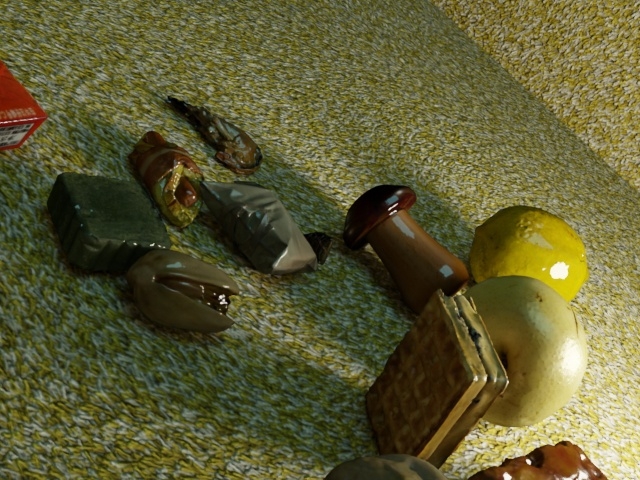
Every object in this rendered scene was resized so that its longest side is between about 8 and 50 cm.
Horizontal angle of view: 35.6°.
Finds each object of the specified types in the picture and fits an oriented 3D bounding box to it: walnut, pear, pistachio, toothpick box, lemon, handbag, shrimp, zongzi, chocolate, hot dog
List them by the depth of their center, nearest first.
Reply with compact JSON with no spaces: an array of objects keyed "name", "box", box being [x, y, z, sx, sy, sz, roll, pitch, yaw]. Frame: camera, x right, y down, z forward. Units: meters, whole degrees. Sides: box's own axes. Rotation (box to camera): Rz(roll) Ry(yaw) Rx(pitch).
[{"name":"walnut","box":[0.097,0.434,1.487,0.248,0.248,0.248,25,32,-18]},{"name":"pistachio","box":[-0.237,0.091,1.734,0.206,0.130,0.131,22,-11,-30]},{"name":"chocolate","box":[-0.657,-0.255,1.786,0.235,0.108,0.237,46,31,16]},{"name":"hot dog","box":[-0.299,-0.140,1.996,0.123,0.093,0.261,-2,48,-47]},{"name":"handbag","box":[-0.125,-0.027,1.998,0.270,0.117,0.182,47,17,15]},{"name":"pear","box":[0.385,0.218,2.005,0.309,0.309,0.309,25,32,-18]},{"name":"zongzi","box":[0.000,0.000,2.149,0.083,0.067,0.073,32,33,27]},{"name":"toothpick box","box":[0.183,0.015,2.189,0.294,0.192,0.192,51,33,14]},{"name":"shrimp","box":[-0.240,-0.246,2.228,0.262,0.066,0.117,32,31,-5]},{"name":"lemon","box":[0.502,0.050,2.383,0.310,0.258,0.258,20,34,-14]}]

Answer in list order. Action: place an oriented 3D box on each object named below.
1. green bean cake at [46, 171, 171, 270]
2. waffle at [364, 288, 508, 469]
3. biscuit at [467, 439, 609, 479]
[{"name":"green bean cake","box":[-0.374,-0.029,1.766,0.185,0.094,0.183,2,42,-41]},{"name":"waffle","box":[0.192,0.262,1.739,0.091,0.308,0.213,12,38,-25]},{"name":"biscuit","box":[0.439,0.555,1.722,0.342,0.166,0.395,-5,48,-46]}]
